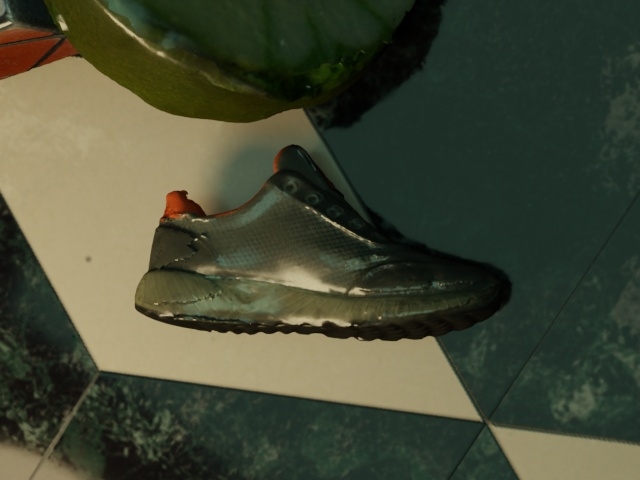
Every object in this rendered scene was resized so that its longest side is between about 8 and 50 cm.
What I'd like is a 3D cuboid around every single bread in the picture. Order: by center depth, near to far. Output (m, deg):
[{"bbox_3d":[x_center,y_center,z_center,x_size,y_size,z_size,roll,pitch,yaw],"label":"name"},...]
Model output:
[{"bbox_3d":[-0.079,-0.298,1.529,0.366,0.129,0.382,18,72,-20],"label":"bread"}]

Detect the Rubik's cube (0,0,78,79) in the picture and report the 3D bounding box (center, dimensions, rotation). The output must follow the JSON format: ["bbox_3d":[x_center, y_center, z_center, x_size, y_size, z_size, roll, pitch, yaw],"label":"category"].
[{"bbox_3d":[-0.335,-0.253,1.576,0.207,0.205,0.205,-15,87,20],"label":"Rubik's cube"}]

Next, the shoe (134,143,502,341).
[{"bbox_3d":[0.000,0.000,1.584,0.336,0.132,0.171,1,81,12],"label":"shoe"}]
